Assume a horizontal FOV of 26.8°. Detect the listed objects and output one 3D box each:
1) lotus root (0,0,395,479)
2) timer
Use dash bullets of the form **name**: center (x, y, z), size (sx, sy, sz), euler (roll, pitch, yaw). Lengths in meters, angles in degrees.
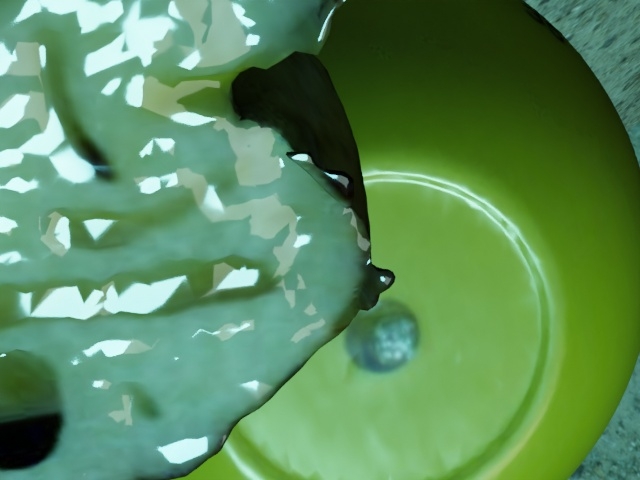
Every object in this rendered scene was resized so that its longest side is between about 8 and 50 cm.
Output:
- **lotus root**: center (-0.159, -0.032, 0.404), size (0.375, 0.111, 0.390), euler (-6, 134, -16)
- **timer**: center (0.000, 0.000, 0.753), size (0.376, 0.376, 0.387), euler (-39, -162, 4)
